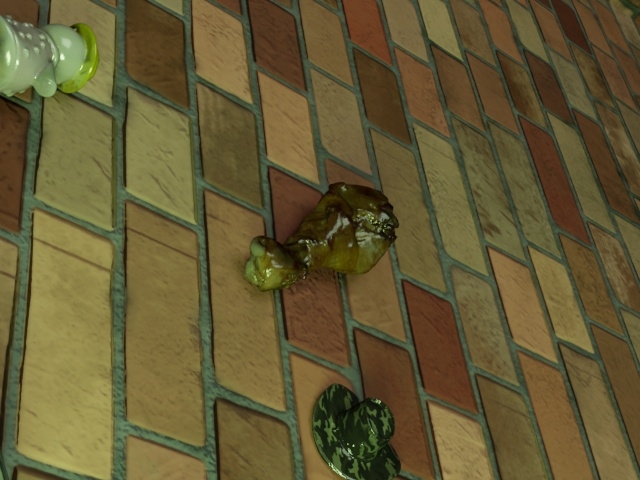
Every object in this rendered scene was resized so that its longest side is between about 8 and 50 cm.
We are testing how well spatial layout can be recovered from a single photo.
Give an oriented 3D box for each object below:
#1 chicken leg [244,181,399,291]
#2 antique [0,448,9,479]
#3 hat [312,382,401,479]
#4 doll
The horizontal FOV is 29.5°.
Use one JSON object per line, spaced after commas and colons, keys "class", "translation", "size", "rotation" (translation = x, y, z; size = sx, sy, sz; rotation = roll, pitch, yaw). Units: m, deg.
{"class": "chicken leg", "translation": [0.000, 0.003, 1.366], "size": [0.107, 0.087, 0.251], "rotation": [35, 33, 22]}
{"class": "antique", "translation": [-0.293, 0.170, 0.791], "size": [0.183, 0.086, 0.088], "rotation": [10, 47, -46]}
{"class": "hat", "translation": [0.045, 0.187, 1.225], "size": [0.121, 0.050, 0.121], "rotation": [31, 31, -22]}
{"class": "doll", "translation": [-0.293, -0.186, 1.212], "size": [0.129, 0.081, 0.207], "rotation": [44, 25, 20]}
